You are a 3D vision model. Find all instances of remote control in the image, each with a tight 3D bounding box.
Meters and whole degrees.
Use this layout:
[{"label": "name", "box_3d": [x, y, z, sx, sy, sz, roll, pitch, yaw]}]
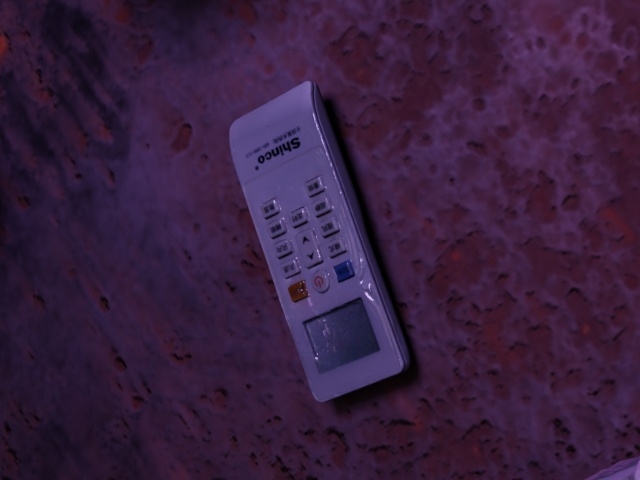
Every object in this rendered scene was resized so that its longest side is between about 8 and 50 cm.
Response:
[{"label": "remote control", "box_3d": [0.000, 0.000, 0.725, 0.061, 0.029, 0.162, -25, 79, 34]}]

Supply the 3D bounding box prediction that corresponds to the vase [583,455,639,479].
[{"label": "vase", "box_3d": [0.090, 0.181, 0.404, 0.250, 0.445, 0.250, -2, 86, 36]}]
